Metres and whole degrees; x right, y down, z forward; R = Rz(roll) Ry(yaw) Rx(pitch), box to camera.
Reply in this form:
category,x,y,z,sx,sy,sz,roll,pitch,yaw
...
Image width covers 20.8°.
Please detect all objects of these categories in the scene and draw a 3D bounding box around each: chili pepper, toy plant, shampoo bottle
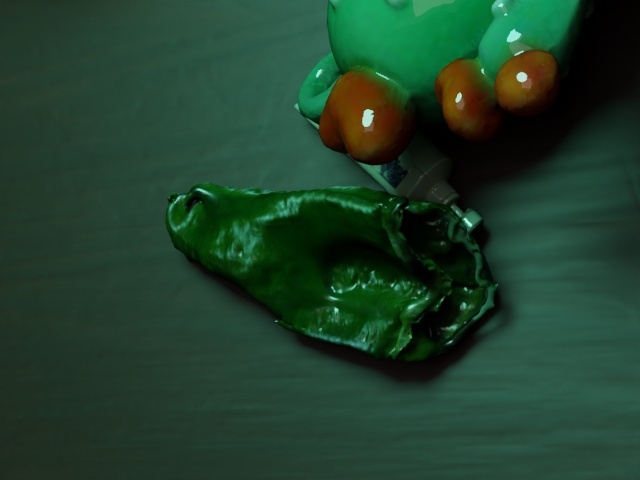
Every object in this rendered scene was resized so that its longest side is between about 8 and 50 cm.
category,x,y,z,sx,sy,sz,roll,pitch,yaw
chili pepper,-0.001,0.001,1.021,0.216,0.062,0.108,13,123,26
toy plant,0.137,-0.198,0.958,0.400,0.185,0.279,-45,57,17
shampoo bottle,0.046,-0.052,1.038,0.049,0.034,0.141,-45,69,1
